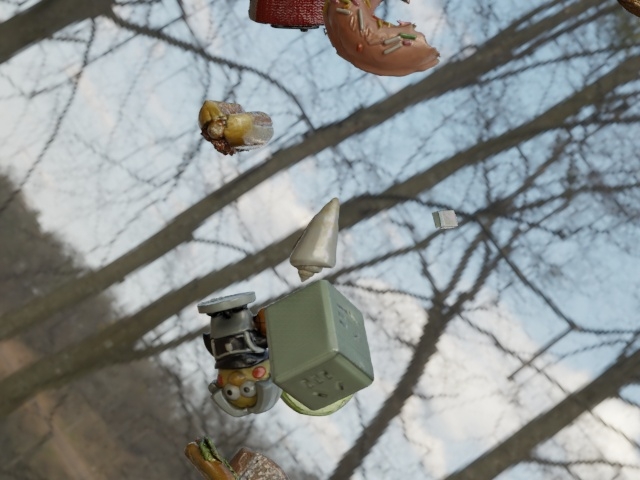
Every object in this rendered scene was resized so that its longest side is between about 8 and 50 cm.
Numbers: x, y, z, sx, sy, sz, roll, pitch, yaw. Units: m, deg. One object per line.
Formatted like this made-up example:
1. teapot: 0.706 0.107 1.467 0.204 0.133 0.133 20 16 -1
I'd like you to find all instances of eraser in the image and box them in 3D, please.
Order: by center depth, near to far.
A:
1. eraser: 0.267 -0.045 2.435 0.019 0.083 0.038 -16 -97 31

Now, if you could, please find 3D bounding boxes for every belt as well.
1. belt: -0.051 -0.492 2.329 0.128 0.201 0.124 -121 -147 -66

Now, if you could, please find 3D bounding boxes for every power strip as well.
1. power strip: -0.007 0.162 2.005 0.140 0.139 0.224 41 29 -43

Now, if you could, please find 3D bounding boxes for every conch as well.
1. conch: -0.012 -0.002 2.265 0.104 0.094 0.176 64 31 -81

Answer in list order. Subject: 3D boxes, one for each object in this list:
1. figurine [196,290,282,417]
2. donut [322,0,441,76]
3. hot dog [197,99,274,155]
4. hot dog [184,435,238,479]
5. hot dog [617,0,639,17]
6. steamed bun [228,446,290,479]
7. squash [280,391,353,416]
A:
1. figurine: -0.145 0.223 2.210 0.133 0.176 0.236 -21 99 -71
2. donut: 0.102 -0.382 1.840 0.085 0.199 0.233 93 -1 -71
3. hot dog: -0.127 -0.162 1.670 0.102 0.076 0.249 16 7 2
4. hot dog: -0.134 0.293 1.464 0.133 0.041 0.056 35 -13 47
5. hot dog: 0.501 -0.439 1.696 0.272 0.196 0.122 -85 169 -47
6. steamed bun: -0.128 0.513 2.289 0.175 0.145 0.106 49 -21 -18
7. squash: -0.006 0.275 2.479 0.219 0.219 0.041 57 -20 -6
